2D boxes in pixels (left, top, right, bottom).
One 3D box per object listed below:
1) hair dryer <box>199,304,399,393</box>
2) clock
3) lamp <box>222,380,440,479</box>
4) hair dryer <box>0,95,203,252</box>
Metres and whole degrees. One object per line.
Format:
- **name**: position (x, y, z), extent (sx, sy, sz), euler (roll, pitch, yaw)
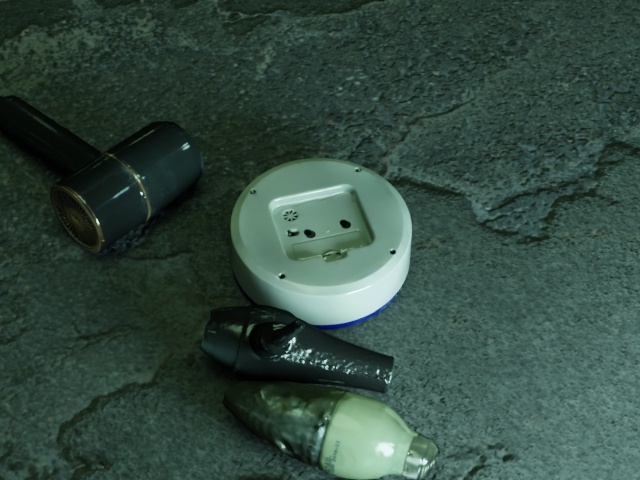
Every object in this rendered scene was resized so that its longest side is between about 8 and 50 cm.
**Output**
- **hair dryer**: position (-0.020, 0.124, 1.372), extent (0.235, 0.272, 0.091), euler (14, 84, -1)
- **clock**: position (0.000, 0.000, 1.572), extent (0.230, 0.083, 0.230), euler (0, 53, 0)
- **lamp**: position (0.010, 0.209, 1.390), extent (0.250, 0.101, 0.101), euler (17, 52, 13)
- **hair dryer**: position (-0.335, -0.135, 1.669), extent (0.352, 0.107, 0.189), euler (34, 55, 30)
